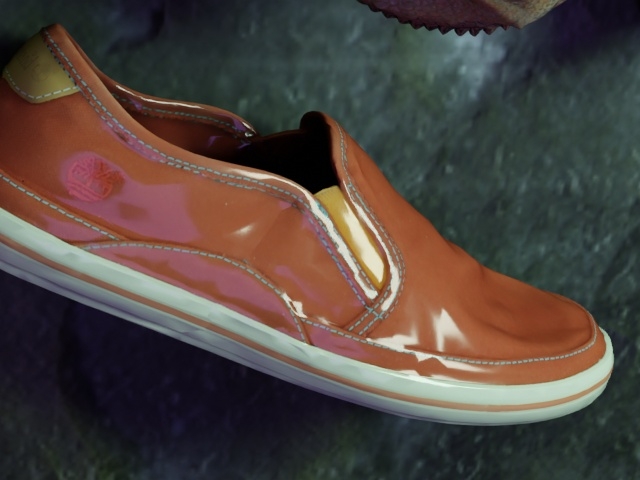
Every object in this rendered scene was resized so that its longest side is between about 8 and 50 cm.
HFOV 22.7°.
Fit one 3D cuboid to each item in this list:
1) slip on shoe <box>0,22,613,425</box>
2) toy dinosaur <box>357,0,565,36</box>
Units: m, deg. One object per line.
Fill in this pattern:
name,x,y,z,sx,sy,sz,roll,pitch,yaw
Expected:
slip on shoe,0.000,0.000,0.699,0.331,0.123,0.101,21,103,-24
toy dinosaur,0.096,-0.148,0.598,0.200,0.127,0.296,35,123,-27
